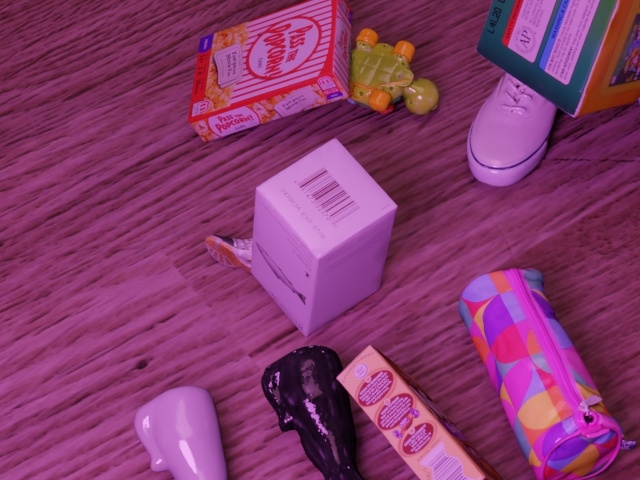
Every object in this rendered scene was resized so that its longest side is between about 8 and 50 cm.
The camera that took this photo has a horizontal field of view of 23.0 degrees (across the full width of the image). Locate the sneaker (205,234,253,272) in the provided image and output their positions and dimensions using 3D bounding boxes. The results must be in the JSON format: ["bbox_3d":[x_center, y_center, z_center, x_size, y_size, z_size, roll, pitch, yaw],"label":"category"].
[{"bbox_3d":[-0.086,0.011,1.738,0.083,0.032,0.037,24,49,13],"label":"sneaker"}]

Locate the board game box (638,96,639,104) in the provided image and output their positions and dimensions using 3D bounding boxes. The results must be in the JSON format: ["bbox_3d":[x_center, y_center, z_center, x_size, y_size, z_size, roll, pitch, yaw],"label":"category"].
[{"bbox_3d":[0.556,-0.156,1.660,0.308,0.086,0.302,-36,41,-20],"label":"board game box"}]

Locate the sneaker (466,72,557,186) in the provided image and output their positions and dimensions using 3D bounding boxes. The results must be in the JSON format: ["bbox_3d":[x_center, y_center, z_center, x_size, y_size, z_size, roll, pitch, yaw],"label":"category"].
[{"bbox_3d":[0.235,-0.175,1.820,0.094,0.091,0.258,14,52,18],"label":"sneaker"}]

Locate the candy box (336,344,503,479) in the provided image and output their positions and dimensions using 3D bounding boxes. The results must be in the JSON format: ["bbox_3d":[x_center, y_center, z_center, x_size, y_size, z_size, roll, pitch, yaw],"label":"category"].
[{"bbox_3d":[0.104,0.191,1.500,0.053,0.109,0.186,-45,55,3],"label":"candy box"}]

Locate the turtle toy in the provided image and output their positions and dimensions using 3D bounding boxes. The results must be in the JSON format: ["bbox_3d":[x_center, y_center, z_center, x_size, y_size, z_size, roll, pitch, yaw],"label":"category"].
[{"bbox_3d":[0.079,-0.188,1.865,0.130,0.066,0.095,21,73,20],"label":"turtle toy"}]

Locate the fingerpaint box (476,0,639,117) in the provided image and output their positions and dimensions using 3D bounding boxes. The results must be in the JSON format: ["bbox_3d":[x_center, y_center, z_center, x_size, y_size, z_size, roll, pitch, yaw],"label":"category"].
[{"bbox_3d":[0.397,-0.385,1.682,0.371,0.445,0.163,-16,44,-41],"label":"fingerpaint box"}]

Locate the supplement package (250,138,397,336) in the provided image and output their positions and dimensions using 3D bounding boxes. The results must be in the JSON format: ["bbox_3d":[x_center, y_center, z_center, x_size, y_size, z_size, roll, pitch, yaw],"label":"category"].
[{"bbox_3d":[0.000,0.000,1.625,0.105,0.179,0.105,-34,68,-21],"label":"supplement package"}]

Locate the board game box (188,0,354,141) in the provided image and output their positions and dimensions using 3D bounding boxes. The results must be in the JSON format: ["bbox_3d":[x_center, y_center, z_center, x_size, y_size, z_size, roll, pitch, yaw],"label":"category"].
[{"bbox_3d":[-0.057,-0.207,1.870,0.193,0.045,0.147,-16,46,21],"label":"board game box"}]

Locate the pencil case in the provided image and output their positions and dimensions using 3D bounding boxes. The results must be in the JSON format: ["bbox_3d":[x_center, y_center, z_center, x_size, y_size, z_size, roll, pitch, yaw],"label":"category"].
[{"bbox_3d":[0.218,0.130,1.554,0.104,0.104,0.236,-17,49,-9],"label":"pencil case"}]

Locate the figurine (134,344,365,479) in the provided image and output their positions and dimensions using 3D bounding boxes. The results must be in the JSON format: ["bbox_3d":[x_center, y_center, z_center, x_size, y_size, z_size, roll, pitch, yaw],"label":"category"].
[{"bbox_3d":[-0.053,0.227,1.513,0.215,0.092,0.209,-17,54,-7],"label":"figurine"}]
